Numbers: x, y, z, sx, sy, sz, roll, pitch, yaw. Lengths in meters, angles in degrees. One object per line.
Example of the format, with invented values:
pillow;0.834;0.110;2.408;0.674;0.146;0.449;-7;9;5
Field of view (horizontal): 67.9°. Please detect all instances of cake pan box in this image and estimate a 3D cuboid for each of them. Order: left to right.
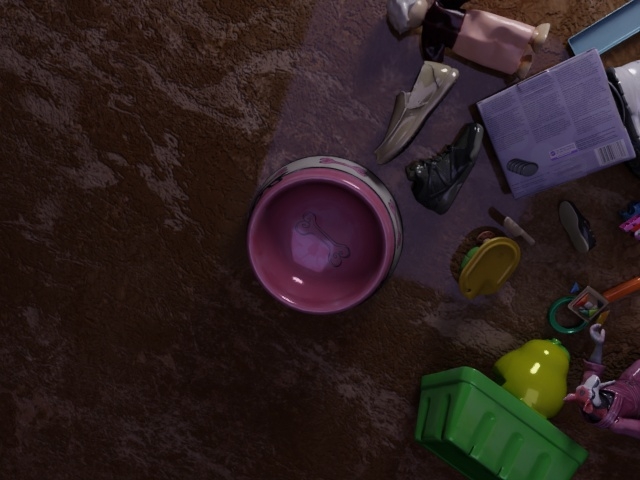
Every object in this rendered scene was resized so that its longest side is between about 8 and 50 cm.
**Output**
cake pan box;0.515;-0.250;1.046;0.267;0.070;0.246;-22;101;31

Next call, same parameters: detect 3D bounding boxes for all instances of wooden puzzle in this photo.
wooden puzzle;0.656;0.157;1.163;0.116;0.014;0.079;31;105;1

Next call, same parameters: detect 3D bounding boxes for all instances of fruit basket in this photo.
fruit basket;0.462;0.412;1.182;0.392;0.283;0.392;7;66;-16

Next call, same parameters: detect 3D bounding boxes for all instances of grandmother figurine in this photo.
grandmother figurine;0.304;-0.462;1.050;0.342;0.104;0.208;24;119;4

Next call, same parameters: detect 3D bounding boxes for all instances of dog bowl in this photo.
dog bowl;0.000;0.000;1.164;0.408;0.150;0.408;1;102;6

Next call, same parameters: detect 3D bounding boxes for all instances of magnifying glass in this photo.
magnifying glass;0.679;0.155;1.179;0.231;0.026;0.092;-29;97;14

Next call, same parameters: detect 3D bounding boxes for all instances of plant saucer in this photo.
plant saucer;0.646;-0.466;1.045;0.192;0.018;0.067;-30;97;12

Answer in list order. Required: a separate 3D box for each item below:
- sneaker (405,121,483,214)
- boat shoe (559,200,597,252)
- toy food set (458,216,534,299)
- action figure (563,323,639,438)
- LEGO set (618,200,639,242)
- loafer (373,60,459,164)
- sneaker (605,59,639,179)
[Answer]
sneaker;0.285;-0.184;1.118;0.130;0.087;0.227;25;110;-5
boat shoe;0.613;-0.037;1.134;0.042;0.049;0.133;-27;92;-16
toy food set;0.412;0.042;1.169;0.128;0.071;0.218;26;108;-24
action figure;0.707;0.369;1.115;0.370;0.248;0.276;2;130;-17
LEGO set;0.788;-0.067;1.085;0.227;0.087;0.093;-37;99;7
loafer;0.204;-0.295;1.100;0.092;0.102;0.268;40;105;6
sneaker;0.725;-0.256;1.039;0.129;0.111;0.297;-23;99;7
